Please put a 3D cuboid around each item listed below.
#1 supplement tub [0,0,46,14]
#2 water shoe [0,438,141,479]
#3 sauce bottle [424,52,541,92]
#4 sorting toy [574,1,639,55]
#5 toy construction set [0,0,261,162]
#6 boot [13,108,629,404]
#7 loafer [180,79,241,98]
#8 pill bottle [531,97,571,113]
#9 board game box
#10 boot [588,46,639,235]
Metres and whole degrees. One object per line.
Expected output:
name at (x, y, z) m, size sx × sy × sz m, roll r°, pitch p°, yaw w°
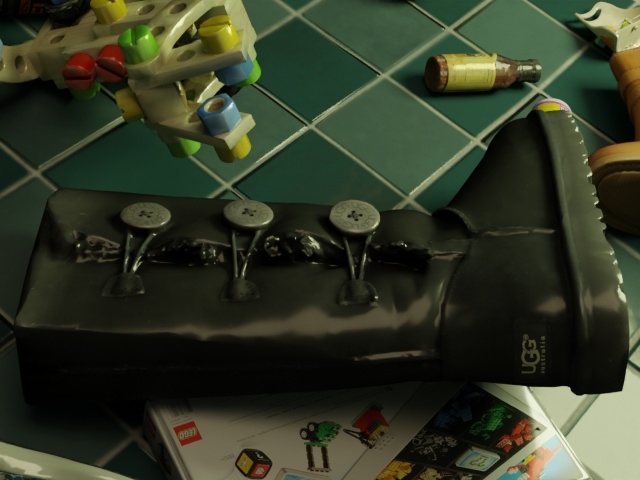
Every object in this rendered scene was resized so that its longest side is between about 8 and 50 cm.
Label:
supplement tub at (-0.288, -0.282, 1.155) m, size 0.190 × 0.117 × 0.117 m, roll -7°, pitch 54°, yaw -21°
water shoe at (-0.196, 0.193, 0.833) m, size 0.203 × 0.073 × 0.080 m, roll 16°, pitch 75°, yaw -3°
sauce bottle at (0.176, -0.181, 1.259) m, size 0.128 × 0.042 × 0.042 m, roll -4°, pitch 53°, yaw -22°
sorting toy at (0.339, -0.253, 1.369) m, size 0.083 × 0.045 × 0.075 m, roll -28°, pitch 56°, yaw -32°
toy construction set at (-0.196, -0.162, 1.039) m, size 0.327 × 0.151 × 0.215 m, roll 5°, pitch 47°, yaw 12°
boot at (0.000, 0.001, 0.980) m, size 0.445 × 0.146 × 0.367 m, roll -3°, pitch 25°, yaw 4°
loafer at (-0.123, -0.232, 1.186) m, size 0.078 × 0.080 × 0.220 m, roll -4°, pitch 57°, yaw -45°
pill bottle at (0.236, -0.106, 1.212) m, size 0.043 × 0.043 × 0.083 m, roll 17°, pitch 49°, yaw -2°
board game box at (0.038, 0.168, 0.918) m, size 0.305 × 0.053 × 0.193 m, roll -14°, pitch 56°, yaw -26°
boot at (0.353, -0.124, 1.215) m, size 0.283 × 0.109 × 0.220 m, roll -3°, pitch 55°, yaw -23°
